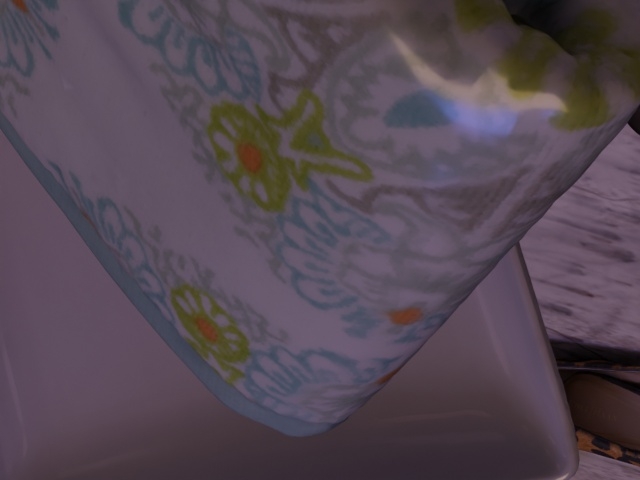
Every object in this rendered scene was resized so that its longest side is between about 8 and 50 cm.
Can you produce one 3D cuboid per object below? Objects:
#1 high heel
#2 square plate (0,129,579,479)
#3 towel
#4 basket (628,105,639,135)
[{"bbox_3d":[0.240,0.123,1.162,0.186,0.093,0.261,17,168,-7],"label":"high heel"},{"bbox_3d":[-0.071,-0.030,0.783,0.347,0.344,0.049,-12,-173,27],"label":"square plate"},{"bbox_3d":[-0.077,-0.112,0.592,0.374,0.090,0.320,47,157,8],"label":"towel"},{"bbox_3d":[0.112,-0.158,0.549,0.227,0.154,0.204,37,143,-27],"label":"basket"}]
